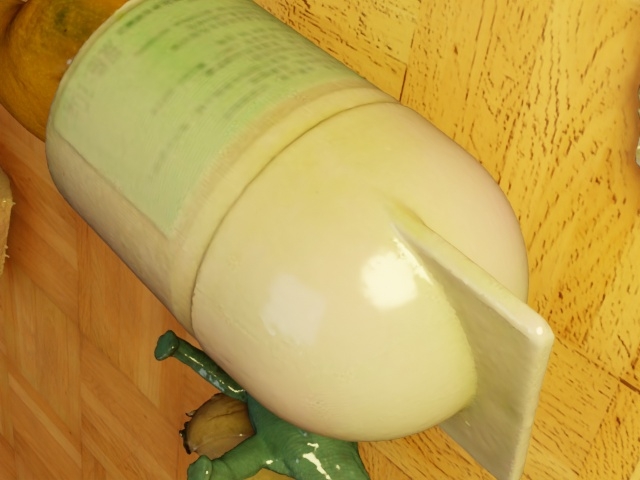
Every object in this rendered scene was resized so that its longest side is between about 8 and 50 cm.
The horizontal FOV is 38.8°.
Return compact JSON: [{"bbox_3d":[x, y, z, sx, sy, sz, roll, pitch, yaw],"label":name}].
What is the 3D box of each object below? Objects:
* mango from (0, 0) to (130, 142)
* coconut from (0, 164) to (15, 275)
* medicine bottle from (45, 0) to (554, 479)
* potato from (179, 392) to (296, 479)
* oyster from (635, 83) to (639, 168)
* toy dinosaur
[{"bbox_3d":[-0.247,-0.172,0.941,0.359,0.144,0.187,13,134,47],"label":"mango"},{"bbox_3d":[-0.605,-0.031,1.323,0.297,0.298,0.309,50,145,19],"label":"coconut"},{"bbox_3d":[0.000,0.000,0.673,0.406,0.236,0.235,40,135,29],"label":"medicine bottle"},{"bbox_3d":[-0.036,0.247,0.953,0.243,0.098,0.138,58,-173,-15],"label":"potato"},{"bbox_3d":[0.229,-0.081,0.512,0.105,0.056,0.177,42,136,44],"label":"oyster"},{"bbox_3d":[0.009,0.169,0.892,0.129,0.331,0.383,-44,34,20],"label":"toy dinosaur"}]
